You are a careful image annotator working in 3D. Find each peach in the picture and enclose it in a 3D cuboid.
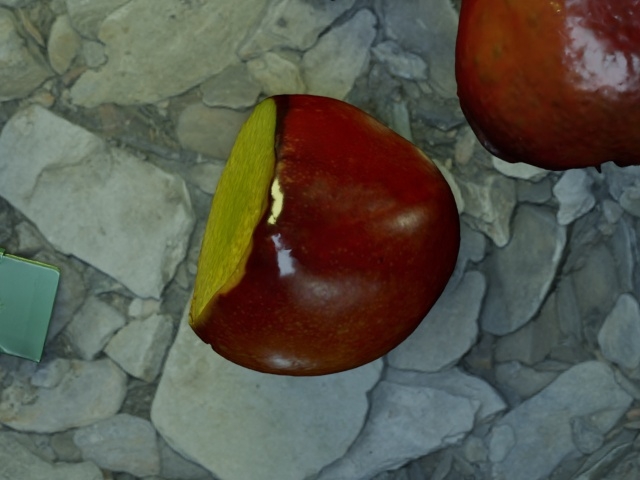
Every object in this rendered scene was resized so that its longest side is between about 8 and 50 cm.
[{"bbox_3d":[0.000,0.000,1.643,0.245,0.275,0.249,-2,108,6],"label":"peach"}]

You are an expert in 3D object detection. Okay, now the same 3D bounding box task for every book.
[{"bbox_3d":[-0.323,0.053,1.797,0.135,0.017,0.103,14,105,0],"label":"book"}]

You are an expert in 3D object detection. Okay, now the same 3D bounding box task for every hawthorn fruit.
[{"bbox_3d":[0.241,-0.210,1.597,0.265,0.265,0.307,-7,94,4],"label":"hawthorn fruit"}]
